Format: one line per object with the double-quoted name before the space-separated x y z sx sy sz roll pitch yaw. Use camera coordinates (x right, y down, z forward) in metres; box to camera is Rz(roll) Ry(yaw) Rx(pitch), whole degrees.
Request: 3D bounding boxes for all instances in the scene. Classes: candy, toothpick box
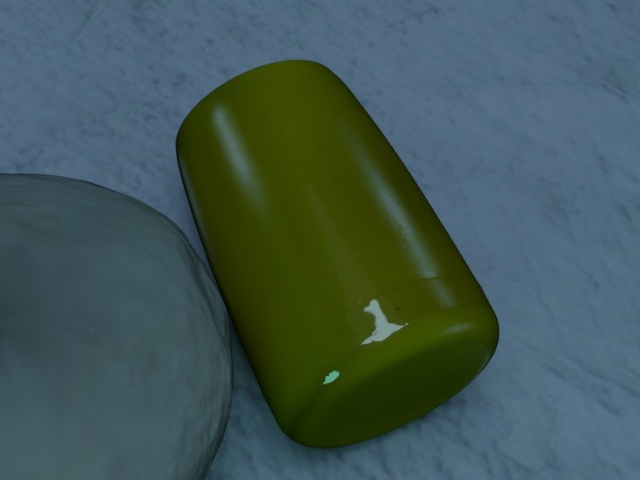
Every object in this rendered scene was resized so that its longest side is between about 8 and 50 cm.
"candy" -0.249 0.088 0.983 0.386 0.186 0.427 31 43 23
"toothpick box" 0.000 0.000 1.106 0.175 0.175 0.271 -21 66 -15
